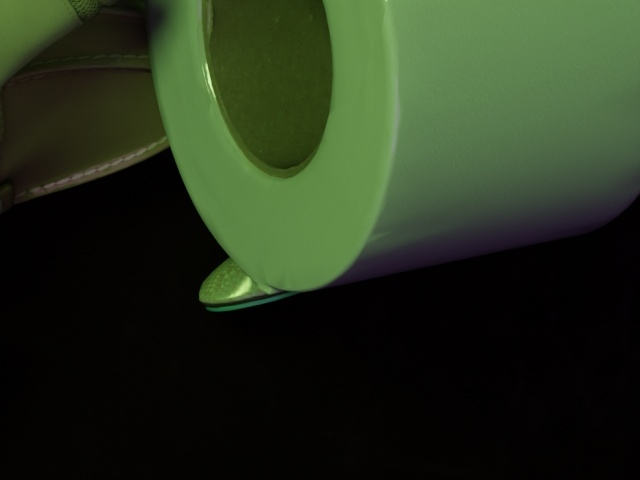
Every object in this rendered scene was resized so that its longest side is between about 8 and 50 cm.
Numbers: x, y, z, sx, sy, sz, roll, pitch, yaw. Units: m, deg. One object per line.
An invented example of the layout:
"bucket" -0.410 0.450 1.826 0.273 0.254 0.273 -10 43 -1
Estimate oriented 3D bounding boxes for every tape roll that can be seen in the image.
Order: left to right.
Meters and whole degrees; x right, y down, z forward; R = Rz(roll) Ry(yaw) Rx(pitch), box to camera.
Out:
"tape roll" 0.040 -0.107 0.972 0.169 0.246 0.246 -12 135 -29

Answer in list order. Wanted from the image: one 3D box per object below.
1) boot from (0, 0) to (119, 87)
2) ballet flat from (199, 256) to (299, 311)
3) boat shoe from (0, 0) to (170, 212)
"boot" -0.229 -0.163 0.914 0.203 0.095 0.262 -41 103 0
"ballet flat" 0.000 0.000 1.217 0.168 0.057 0.052 -14 106 -15
"boat shoe" -0.216 -0.038 1.042 0.341 0.110 0.121 -15 134 -9
